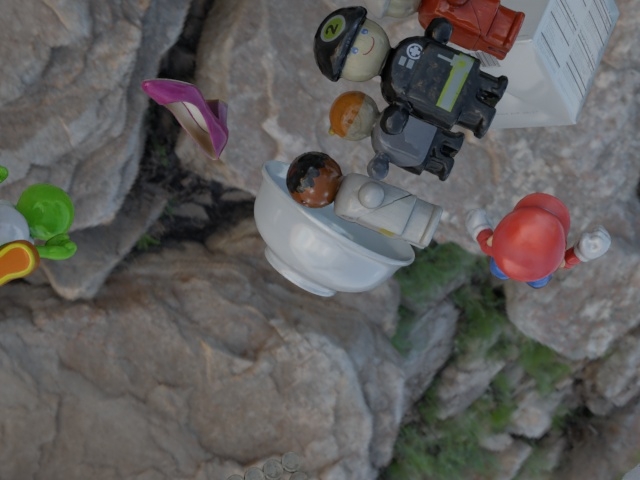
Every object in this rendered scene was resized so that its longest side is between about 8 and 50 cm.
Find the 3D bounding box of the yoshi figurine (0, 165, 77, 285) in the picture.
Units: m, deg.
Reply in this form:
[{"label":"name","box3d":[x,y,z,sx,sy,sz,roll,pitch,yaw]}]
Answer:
[{"label":"yoshi figurine","box3d":[-0.536,-0.035,1.590,0.203,0.362,0.203,8,96,-10]}]

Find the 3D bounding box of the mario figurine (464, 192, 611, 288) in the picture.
[{"label":"mario figurine","box3d":[0.361,-0.013,1.498,0.198,0.170,0.320,-21,167,3]}]

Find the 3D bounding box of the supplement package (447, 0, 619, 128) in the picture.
[{"label":"supplement package","box3d":[0.349,-0.353,1.511,0.198,0.199,0.262,48,58,-38]}]

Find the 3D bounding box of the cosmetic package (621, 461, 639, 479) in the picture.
[{"label":"cosmetic package","box3d":[0.581,0.514,1.557,0.117,0.085,0.231,-29,117,-34]}]

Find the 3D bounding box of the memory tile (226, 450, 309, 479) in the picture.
[{"label":"memory tile","box3d":[-0.085,0.441,1.546,0.148,0.113,0.012,-16,161,-27]}]

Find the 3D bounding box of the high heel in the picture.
[{"label":"high heel","box3d":[-0.262,-0.235,1.722,0.244,0.082,0.117,17,77,-63]}]

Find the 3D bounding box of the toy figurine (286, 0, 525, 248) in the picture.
[{"label":"toy figurine","box3d":[0.064,-0.119,0.763,0.148,0.213,0.209,23,131,2]}]

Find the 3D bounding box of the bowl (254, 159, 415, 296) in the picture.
[{"label":"bowl","box3d":[0.000,0.000,1.489,0.298,0.298,0.134,17,112,-43]}]
